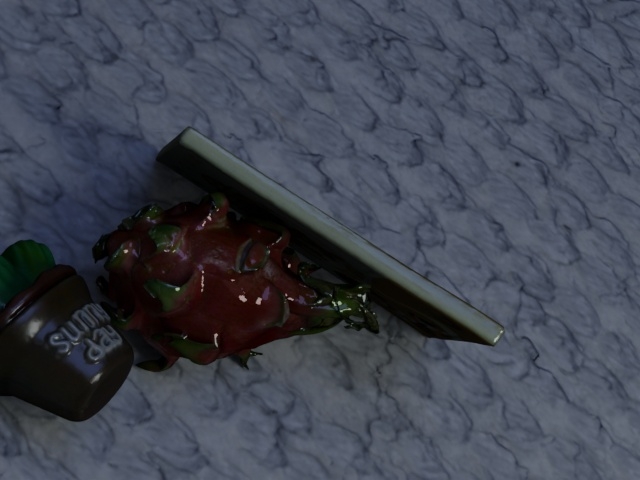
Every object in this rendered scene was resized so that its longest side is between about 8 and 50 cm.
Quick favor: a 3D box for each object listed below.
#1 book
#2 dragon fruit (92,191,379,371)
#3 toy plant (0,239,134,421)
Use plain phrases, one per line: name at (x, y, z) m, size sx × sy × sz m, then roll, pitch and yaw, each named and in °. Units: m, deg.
book at (0.000, 0.000, 1.340) m, size 0.295 × 0.208 × 0.020 m, roll 33°, pitch 83°, yaw -8°
dragon fruit at (-0.068, 0.043, 1.303) m, size 0.236 × 0.137 × 0.135 m, roll 14°, pitch 70°, yaw -21°
toy plant at (-0.235, 0.052, 1.225) m, size 0.200 × 0.105 × 0.143 m, roll 36°, pitch 40°, yaw 10°
